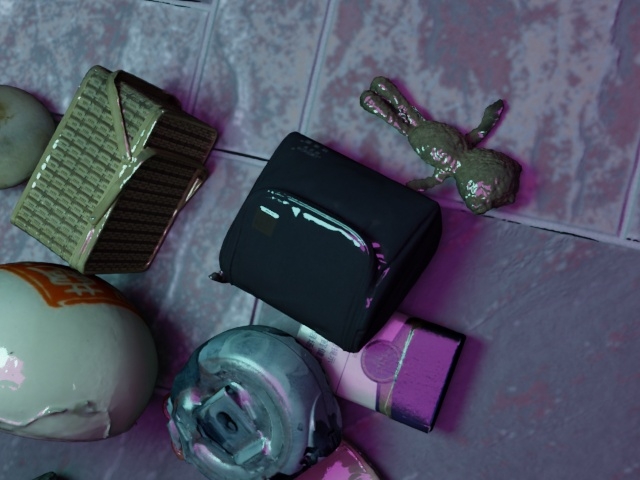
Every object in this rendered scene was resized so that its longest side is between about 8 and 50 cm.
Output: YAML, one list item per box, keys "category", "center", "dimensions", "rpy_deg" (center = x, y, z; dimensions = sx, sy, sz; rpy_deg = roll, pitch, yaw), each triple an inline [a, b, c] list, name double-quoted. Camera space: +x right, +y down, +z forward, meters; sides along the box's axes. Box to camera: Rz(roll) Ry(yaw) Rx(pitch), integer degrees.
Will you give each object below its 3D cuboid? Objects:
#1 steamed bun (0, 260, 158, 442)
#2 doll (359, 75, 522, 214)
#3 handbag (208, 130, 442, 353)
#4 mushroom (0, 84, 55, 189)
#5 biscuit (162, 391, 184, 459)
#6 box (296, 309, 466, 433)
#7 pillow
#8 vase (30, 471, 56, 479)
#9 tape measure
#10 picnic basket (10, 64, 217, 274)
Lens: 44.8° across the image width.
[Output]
- category: "steamed bun"
  center: [-0.441, 0.159, 1.256]
  dimensions: [0.375, 0.374, 0.241]
  rpy_deg: [15, 90, 15]
- category: "doll"
  center: [0.185, -0.149, 1.249]
  dimensions: [0.286, 0.091, 0.202]
  rpy_deg: [17, 59, 4]
- category: "handbag"
  center: [0.000, -0.002, 1.205]
  dimensions: [0.302, 0.178, 0.275]
  rpy_deg: [30, 68, 19]
- category: "mushroom"
  center: [-0.593, -0.178, 1.411]
  dimensions: [0.227, 0.178, 0.226]
  rpy_deg: [-5, 46, 5]
- category: "biscuit"
  center: [-0.170, 0.309, 1.352]
  dimensions: [0.205, 0.031, 0.138]
  rpy_deg: [-17, 85, 14]
- category: "box"
  center: [0.089, 0.187, 1.268]
  dimensions: [0.259, 0.071, 0.168]
  rpy_deg: [19, 92, 16]
- category: "pillow"
  center: [-0.011, 0.454, 1.287]
  dimensions: [0.173, 0.067, 0.270]
  rpy_deg: [42, 98, 18]
- category: "vase"
  center: [-0.516, 0.588, 1.342]
  dimensions: [0.245, 0.245, 0.291]
  rpy_deg: [-26, 88, 12]
- category: "tape measure"
  center: [-0.106, 0.273, 1.225]
  dimensions: [0.256, 0.147, 0.275]
  rpy_deg: [-42, 82, 25]
- category: "picnic basket"
  center: [-0.330, -0.110, 1.308]
  dimensions: [0.175, 0.228, 0.312]
  rpy_deg: [32, 96, 15]
